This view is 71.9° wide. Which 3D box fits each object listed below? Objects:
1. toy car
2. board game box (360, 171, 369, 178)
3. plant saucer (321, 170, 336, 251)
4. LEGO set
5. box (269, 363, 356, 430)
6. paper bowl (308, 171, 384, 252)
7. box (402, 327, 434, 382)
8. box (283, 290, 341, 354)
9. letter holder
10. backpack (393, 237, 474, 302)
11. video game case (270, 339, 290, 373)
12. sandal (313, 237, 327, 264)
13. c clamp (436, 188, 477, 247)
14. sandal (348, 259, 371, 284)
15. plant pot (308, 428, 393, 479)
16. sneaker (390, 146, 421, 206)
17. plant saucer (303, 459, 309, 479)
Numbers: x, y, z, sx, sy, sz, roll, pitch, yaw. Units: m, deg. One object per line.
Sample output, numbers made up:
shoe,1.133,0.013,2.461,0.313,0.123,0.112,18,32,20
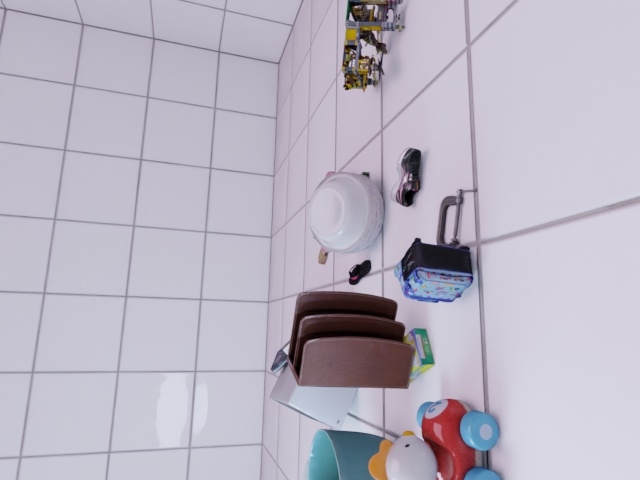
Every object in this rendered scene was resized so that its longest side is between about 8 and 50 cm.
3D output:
toy car,0.216,0.449,0.934,0.219,0.237,0.211,143,129,-67
board game box,0.149,-0.115,1.668,0.136,0.030,0.260,136,136,-69
plant saucer,0.059,-0.115,1.819,0.332,0.084,0.333,-177,90,-81
LEGO set,0.193,-0.682,1.526,0.255,0.191,0.332,14,-97,-77
box,-0.038,0.581,1.693,0.168,0.214,0.345,-63,9,-21
paper bowl,0.069,-0.097,1.533,0.284,0.148,0.285,-2,86,44
box,0.243,0.324,1.215,0.179,0.043,0.105,114,155,-51
box,-0.011,0.331,1.712,0.324,0.063,0.067,-46,-5,10
letter holder,0.084,0.257,1.169,0.152,0.301,0.215,-149,67,-72
backpack,0.256,0.088,1.041,0.173,0.158,0.117,115,161,-55
video game case,-0.092,0.433,1.896,0.275,0.035,0.248,-42,1,2
sandal,0.001,0.003,2.031,0.088,0.079,0.240,-115,34,-58
c clamp,0.324,-0.050,1.086,0.137,0.022,0.161,-152,69,-72
sandal,0.134,0.115,1.631,0.179,0.040,0.067,127,144,-61
plant pot,0.117,0.667,1.204,0.293,0.234,0.294,-176,90,-73
sneaker,0.263,-0.177,1.271,0.077,0.071,0.179,-129,37,-50
plant saucer,0.005,0.970,1.724,0.400,0.100,0.401,-176,90,-74
